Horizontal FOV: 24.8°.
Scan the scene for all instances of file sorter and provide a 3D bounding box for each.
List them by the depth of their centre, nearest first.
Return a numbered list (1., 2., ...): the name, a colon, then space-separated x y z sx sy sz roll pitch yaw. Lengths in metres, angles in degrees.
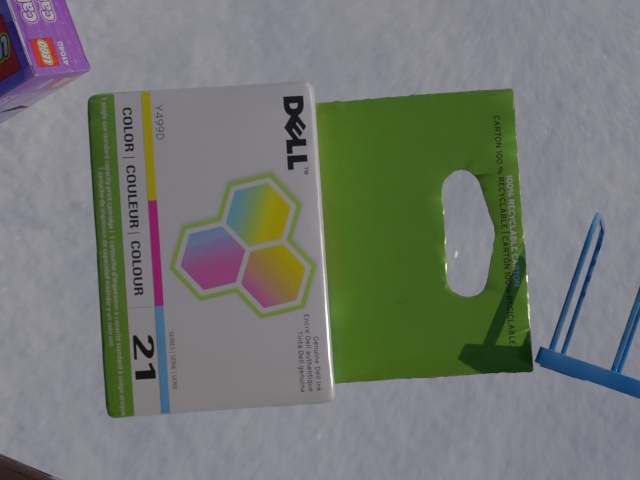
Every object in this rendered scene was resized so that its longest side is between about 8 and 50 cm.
1. file sorter: 0.237 0.059 0.920 0.170 0.118 0.105 19 89 14

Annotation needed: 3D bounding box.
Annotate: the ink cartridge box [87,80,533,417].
1. ink cartridge box: 0.000 0.000 0.867 0.255 0.097 0.189 -4 89 0

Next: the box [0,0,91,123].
1. box: -0.306 -0.159 1.046 0.293 0.057 0.201 -23 86 38

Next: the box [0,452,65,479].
1. box: -0.060 0.169 0.505 0.381 0.191 0.143 21 76 14
